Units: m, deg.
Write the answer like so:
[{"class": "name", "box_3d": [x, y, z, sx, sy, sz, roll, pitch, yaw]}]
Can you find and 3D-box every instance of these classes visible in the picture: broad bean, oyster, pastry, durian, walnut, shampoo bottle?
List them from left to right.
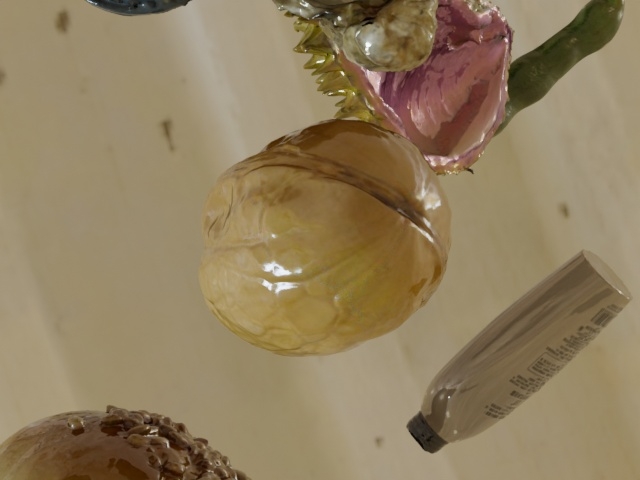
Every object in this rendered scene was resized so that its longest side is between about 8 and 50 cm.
[{"class": "pastry", "box_3d": [-0.165, 0.323, 1.722, 0.245, 0.409, 0.409, -47, -148, -8]}, {"class": "walnut", "box_3d": [0.000, 0.000, 1.135, 0.159, 0.159, 0.207, -32, -177, -35]}, {"class": "oyster", "box_3d": [0.021, -0.264, 1.207, 0.166, 0.294, 0.094, 7, 171, 18]}, {"class": "durian", "box_3d": [0.055, -0.161, 1.499, 0.112, 0.191, 0.341, 16, 177, 36]}, {"class": "shampoo bottle", "box_3d": [0.187, 0.117, 1.656, 0.257, 0.078, 0.127, -45, 156, 15]}, {"class": "broad bean", "box_3d": [0.232, -0.182, 1.772, 0.256, 0.053, 0.052, -40, -118, -10]}]

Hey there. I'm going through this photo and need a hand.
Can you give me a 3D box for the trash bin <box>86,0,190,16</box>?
[{"class": "trash bin", "box_3d": [-0.157, -0.286, 1.373, 0.175, 0.175, 0.161, -12, 171, 3]}]
